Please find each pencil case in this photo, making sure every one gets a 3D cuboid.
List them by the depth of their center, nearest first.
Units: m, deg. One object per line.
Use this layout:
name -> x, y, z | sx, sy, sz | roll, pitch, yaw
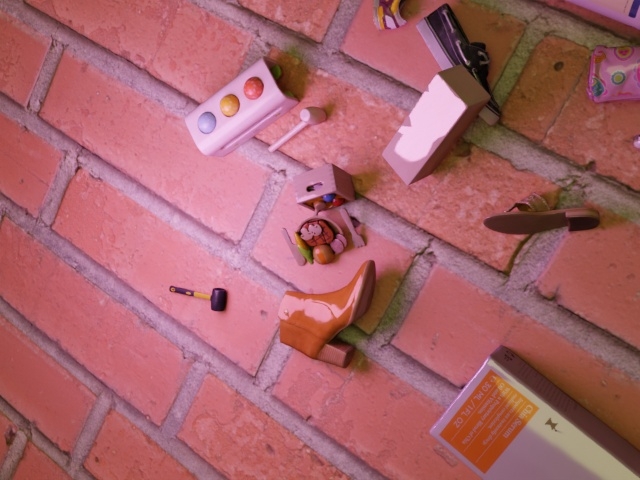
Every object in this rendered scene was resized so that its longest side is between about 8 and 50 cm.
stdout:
pencil case -> 0.683, -0.326, 1.393 | 0.284, 0.124, 0.124 | 8, 95, 22

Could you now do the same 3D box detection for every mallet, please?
mallet -> -0.340, 0.158, 1.928 | 0.190, 0.039, 0.062 | 1, 94, 30

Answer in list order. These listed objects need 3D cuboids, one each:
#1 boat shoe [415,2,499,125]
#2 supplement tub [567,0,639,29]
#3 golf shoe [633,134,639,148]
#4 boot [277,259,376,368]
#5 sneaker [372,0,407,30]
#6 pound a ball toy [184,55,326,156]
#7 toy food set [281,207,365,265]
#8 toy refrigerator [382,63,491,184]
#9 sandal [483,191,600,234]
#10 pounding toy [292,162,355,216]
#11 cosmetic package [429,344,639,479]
boat shoe -> 0.330, -0.399, 1.569 | 0.102, 0.108, 0.301 | -36, 70, 23
supplement tub -> 0.560, -0.579, 1.381 | 0.325, 0.235, 0.235 | 31, 104, 21
golf shoe -> 0.727, -0.186, 1.405 | 0.186, 0.067, 0.086 | 3, 94, 24
boot -> 0.006, 0.155, 1.728 | 0.211, 0.104, 0.295 | 22, 104, 22
sneaker -> 0.165, -0.594, 1.661 | 0.084, 0.069, 0.185 | -4, 96, 16
pound a ball toy -> -0.173, -0.316, 1.781 | 0.319, 0.136, 0.208 | -31, 79, 23
toy food set -> 0.000, 0.000, 1.734 | 0.192, 0.038, 0.132 | -18, 113, 24
toy refrigerator -> 0.252, -0.250, 1.547 | 0.102, 0.094, 0.269 | 52, 142, 15
sandal -> 0.480, -0.067, 1.532 | 0.240, 0.088, 0.079 | 0, 60, 18
pounding toy -> 0.003, -0.106, 1.719 | 0.141, 0.130, 0.100 | -17, 72, 24
cosmetic package -> 0.487, 0.458, 1.481 | 0.453, 0.161, 0.230 | 38, 106, 19
